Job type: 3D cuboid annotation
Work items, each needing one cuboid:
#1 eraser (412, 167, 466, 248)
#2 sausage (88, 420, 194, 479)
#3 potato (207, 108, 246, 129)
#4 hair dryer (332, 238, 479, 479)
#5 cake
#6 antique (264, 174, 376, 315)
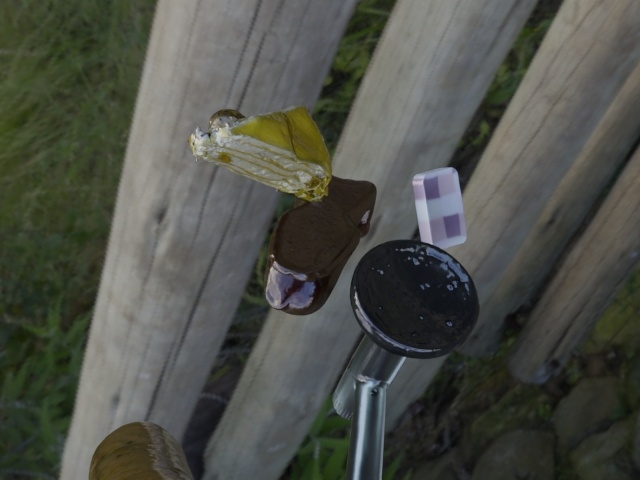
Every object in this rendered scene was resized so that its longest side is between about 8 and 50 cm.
[{"bbox_3d":[0.162,-0.043,1.391,0.026,0.065,0.105,4,106,59],"label":"eraser"},{"bbox_3d":[-0.159,0.301,1.058,0.501,0.136,0.123,14,123,68],"label":"sausage"},{"bbox_3d":[-0.103,-0.132,1.294,0.083,0.040,0.051,38,123,-1],"label":"potato"},{"bbox_3d":[0.097,0.208,1.278,0.320,0.155,0.284,107,156,-45],"label":"hair dryer"},{"bbox_3d":[-0.048,-0.112,1.015,0.079,0.185,0.116,-28,54,38],"label":"cake"},{"bbox_3d":[0.000,0.000,1.512,0.121,0.257,0.143,18,140,7],"label":"antique"}]
